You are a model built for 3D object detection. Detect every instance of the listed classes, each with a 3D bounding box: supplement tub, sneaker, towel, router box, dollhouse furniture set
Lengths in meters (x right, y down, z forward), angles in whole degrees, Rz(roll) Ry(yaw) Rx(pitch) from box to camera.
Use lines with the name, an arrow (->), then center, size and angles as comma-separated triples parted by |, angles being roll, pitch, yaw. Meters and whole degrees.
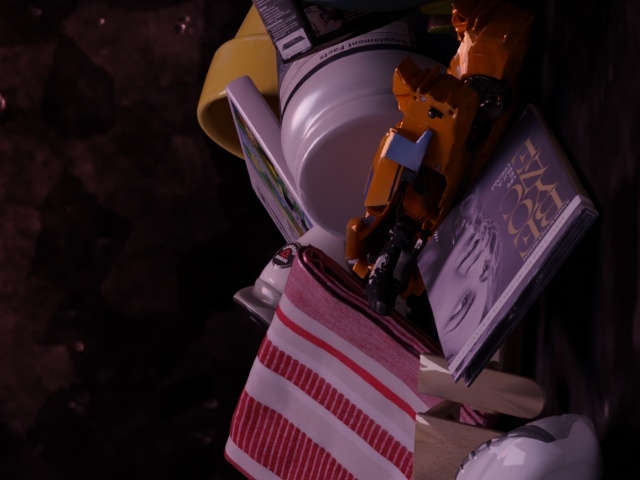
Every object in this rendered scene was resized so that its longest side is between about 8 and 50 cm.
supplement tub -> 0.053, -0.145, 1.878 | 0.272, 0.191, 0.191 | -95, 8, -48
sneaker -> 0.158, 0.236, 1.333 | 0.297, 0.111, 0.129 | 91, 161, -45
sneaker -> 0.058, 0.105, 1.952 | 0.122, 0.146, 0.330 | 31, 167, 45
towel -> 0.026, 0.181, 1.806 | 0.037, 0.237, 0.329 | -37, -21, -40
router box -> 0.002, -0.244, 1.717 | 0.179, 0.046, 0.133 | -27, -88, -52
dollhouse furniture set -> 0.166, 0.115, 1.524 | 0.151, 0.123, 0.144 | -24, -59, -57

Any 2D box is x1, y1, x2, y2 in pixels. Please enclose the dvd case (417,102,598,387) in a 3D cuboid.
dvd case -> 0.137, -0.001, 1.465 | 0.164, 0.018, 0.221 | -55, 18, 17

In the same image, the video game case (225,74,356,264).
video game case -> 0.000, 0.000, 2.206 | 0.329, 0.036, 0.300 | 57, 173, 20

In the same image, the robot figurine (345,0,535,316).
robot figurine -> 0.097, -0.067, 1.635 | 0.211, 0.085, 0.291 | -49, -15, -38

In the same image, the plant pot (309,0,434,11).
plant pot -> 0.047, -0.318, 1.554 | 0.235, 0.293, 0.293 | 13, -104, -70

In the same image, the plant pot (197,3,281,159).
plant pot -> -0.001, -0.227, 2.317 | 0.254, 0.254, 0.239 | 106, 178, -71

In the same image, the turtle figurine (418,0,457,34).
turtle figurine -> 0.118, -0.313, 1.763 | 0.269, 0.087, 0.217 | 117, 153, -78

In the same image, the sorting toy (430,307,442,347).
sorting toy -> 0.128, 0.114, 1.866 | 0.193, 0.038, 0.208 | -116, 27, -78
